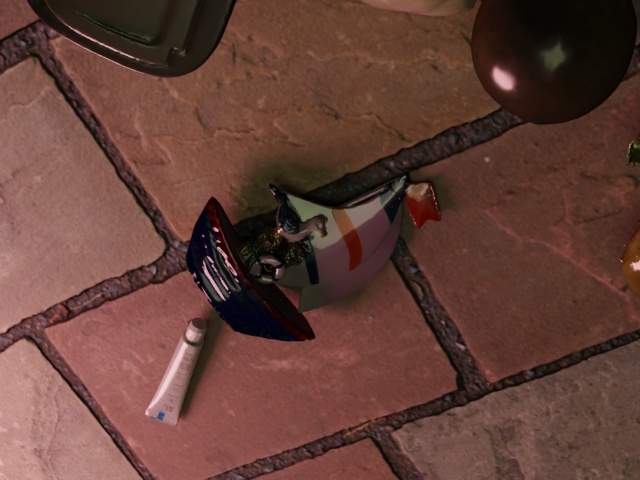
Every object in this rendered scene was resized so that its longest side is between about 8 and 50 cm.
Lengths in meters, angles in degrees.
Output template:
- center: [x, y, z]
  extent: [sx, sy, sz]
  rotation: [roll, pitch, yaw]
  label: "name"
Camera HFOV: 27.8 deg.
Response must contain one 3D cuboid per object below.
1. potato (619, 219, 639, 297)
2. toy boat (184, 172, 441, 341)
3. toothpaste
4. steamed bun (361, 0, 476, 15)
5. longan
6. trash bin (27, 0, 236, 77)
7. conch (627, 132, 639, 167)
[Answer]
- center: [0.477, -0.002, 1.427]
  extent: [0.296, 0.141, 0.191]
  rotation: [-25, 112, 26]
  label: "potato"
- center: [-0.006, 0.026, 1.600]
  extent: [0.318, 0.072, 0.219]
  rotation: [-7, 116, 5]
  label: "toy boat"
- center: [-0.190, 0.178, 1.739]
  extent: [0.048, 0.031, 0.190]
  rotation: [21, 126, -4]
  label: "toothpaste"
- center: [0.044, -0.370, 1.217]
  extent: [0.206, 0.275, 0.320]
  rotation: [-2, 80, 6]
  label: "steamed bun"
- center: [0.242, -0.213, 1.344]
  extent: [0.167, 0.167, 0.187]
  rotation: [13, 101, 4]
  label: "longan"
- center: [-0.158, -0.324, 1.302]
  extent: [0.219, 0.250, 0.220]
  rotation: [24, 122, -2]
  label: "trash bin"
- center: [0.386, -0.100, 1.424]
  extent: [0.121, 0.074, 0.089]
  rotation: [-11, 144, -25]
  label: "conch"
